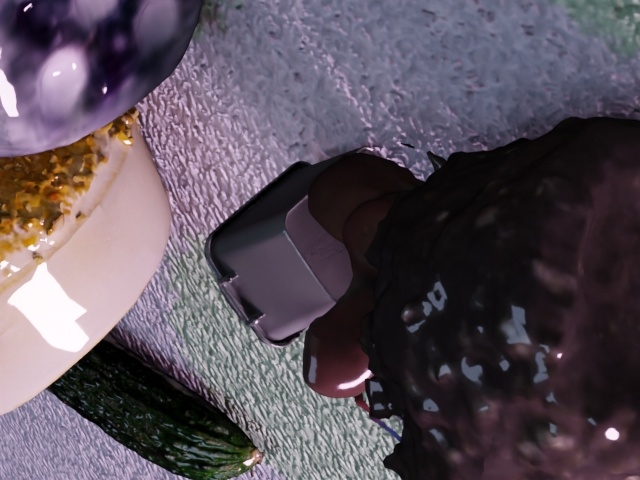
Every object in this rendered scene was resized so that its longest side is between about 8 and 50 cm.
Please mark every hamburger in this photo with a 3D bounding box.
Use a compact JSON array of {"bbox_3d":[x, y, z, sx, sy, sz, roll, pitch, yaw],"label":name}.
[{"bbox_3d":[-0.248,-0.011,1.039,0.276,0.294,0.179,29,160,53],"label":"hamburger"}]

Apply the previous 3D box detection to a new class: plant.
[{"bbox_3d":[0.098,0.041,0.746,0.234,0.178,0.204,-19,108,52],"label":"plant"}]

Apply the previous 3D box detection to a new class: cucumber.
[{"bbox_3d":[-0.159,0.141,1.280,0.265,0.077,0.077,31,144,32],"label":"cucumber"}]

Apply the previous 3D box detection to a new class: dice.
[{"bbox_3d":[-0.191,-0.171,0.893,0.182,0.181,0.183,27,140,34],"label":"dice"}]

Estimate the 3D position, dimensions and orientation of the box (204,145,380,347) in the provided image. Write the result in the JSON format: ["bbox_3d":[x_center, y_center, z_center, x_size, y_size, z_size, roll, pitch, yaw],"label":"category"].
[{"bbox_3d":[0.000,0.000,0.892,0.069,0.122,0.084,-22,106,46],"label":"box"}]

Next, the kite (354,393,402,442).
[{"bbox_3d":[0.109,0.176,1.028,0.245,0.015,0.141,49,147,1],"label":"kite"}]
